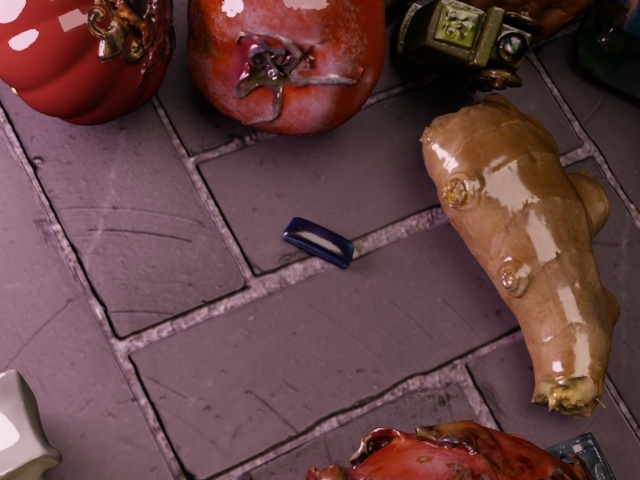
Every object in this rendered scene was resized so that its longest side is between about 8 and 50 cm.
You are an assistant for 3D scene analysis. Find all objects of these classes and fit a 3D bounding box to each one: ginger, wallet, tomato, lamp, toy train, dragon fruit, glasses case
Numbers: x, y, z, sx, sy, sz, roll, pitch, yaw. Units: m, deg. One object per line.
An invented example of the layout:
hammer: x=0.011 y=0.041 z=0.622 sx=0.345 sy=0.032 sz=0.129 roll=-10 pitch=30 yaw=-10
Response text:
ginger: x=0.247 y=0.009 z=1.324 sx=0.236 sy=0.166 sz=0.375 roll=-20 pitch=93 yaw=-61
wallet: x=0.289 y=0.279 z=1.236 sx=0.088 sy=0.026 sz=0.129 roll=-16 pitch=71 yaw=-24
tomato: x=-0.036 y=-0.227 z=1.268 sx=0.232 sy=0.232 sz=0.188 roll=24 pitch=43 yaw=-6
lamp: x=-0.249 y=-0.234 z=1.197 sx=0.227 sy=0.227 sz=0.227 roll=7 pitch=64 yaw=-15
toy train: x=0.167 y=-0.233 z=1.335 sx=0.137 sy=0.225 sz=0.090 roll=20 pitch=92 yaw=-8
dragon fruit: x=0.136 y=0.290 z=1.073 sx=0.315 sy=0.250 sz=0.250 roll=3 pitch=64 yaw=-36
glasses case: x=0.000 y=0.000 z=1.277 sx=0.083 sy=0.023 sz=0.033 roll=26 pitch=62 yaw=-5

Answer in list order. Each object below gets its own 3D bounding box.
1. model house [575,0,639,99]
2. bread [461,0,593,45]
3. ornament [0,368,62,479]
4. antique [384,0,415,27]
model house: x=0.492 y=-0.255 z=1.361 sx=0.312 sy=0.280 sz=0.245 roll=23 pitch=103 yaw=-6
bread: x=0.264 y=-0.390 z=1.448 sx=0.176 sy=0.195 sz=0.246 roll=26 pitch=59 yaw=-13
ornament: x=-0.266 y=0.253 z=1.019 sx=0.130 sy=0.120 sz=0.285 roll=-32 pitch=76 yaw=-8
antique: x=0.082 y=-0.329 z=1.425 sx=0.081 sy=0.080 sz=0.221 roll=41 pitch=61 yaw=5
